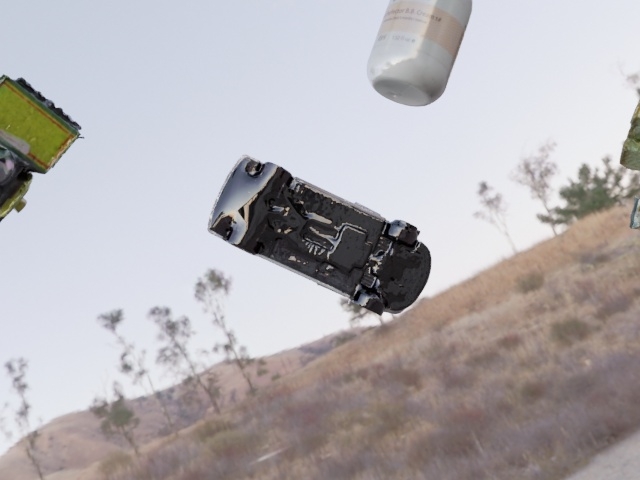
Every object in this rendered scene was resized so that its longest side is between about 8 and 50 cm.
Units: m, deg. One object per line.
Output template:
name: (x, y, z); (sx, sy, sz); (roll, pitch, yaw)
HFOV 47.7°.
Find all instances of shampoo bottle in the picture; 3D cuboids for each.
shampoo bottle: (0.101, -0.216, 0.640); (0.074, 0.192, 0.074); (20, -8, 3)

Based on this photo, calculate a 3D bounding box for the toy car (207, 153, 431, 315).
toy car: (0.000, 0.000, 0.689); (0.108, 0.210, 0.089); (100, -166, -83)

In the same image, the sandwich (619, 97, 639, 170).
sandwich: (0.476, -0.151, 0.995); (0.088, 0.090, 0.244); (-49, -29, -28)

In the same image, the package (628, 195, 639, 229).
package: (0.359, -0.008, 0.744); (0.110, 0.037, 0.015); (25, -18, -16)

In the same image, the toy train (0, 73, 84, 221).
toy train: (-0.426, -0.122, 0.952); (0.177, 0.134, 0.261); (-55, 27, -11)
